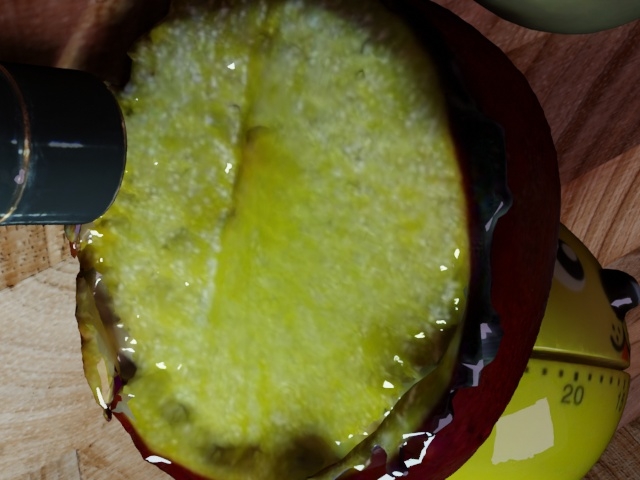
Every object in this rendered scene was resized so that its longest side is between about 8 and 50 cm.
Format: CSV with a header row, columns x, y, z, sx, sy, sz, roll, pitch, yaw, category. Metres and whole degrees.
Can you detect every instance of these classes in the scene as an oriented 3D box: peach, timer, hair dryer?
x,y,z,sx,sy,sz,roll,pitch,yaw,category
0.000,0.000,0.897,0.353,0.339,0.417,-59,164,-32,peach
0.147,0.074,1.237,0.376,0.376,0.387,24,71,-61,timer
-0.293,0.020,0.809,0.189,0.107,0.352,0,140,-49,hair dryer

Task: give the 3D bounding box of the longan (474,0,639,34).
x,y,z,sx,sy,sz,roll,pitch,yaw,category
0.158,-0.262,0.747,0.258,0.258,0.258,-30,153,-18,longan
